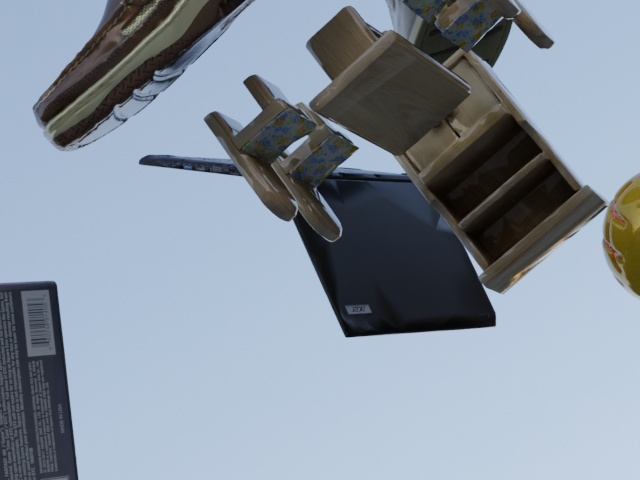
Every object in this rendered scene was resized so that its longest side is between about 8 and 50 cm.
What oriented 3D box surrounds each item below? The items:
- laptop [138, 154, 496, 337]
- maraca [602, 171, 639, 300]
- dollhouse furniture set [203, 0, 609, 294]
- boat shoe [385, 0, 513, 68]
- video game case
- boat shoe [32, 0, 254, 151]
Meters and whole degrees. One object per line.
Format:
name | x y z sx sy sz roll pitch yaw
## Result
laptop | 0.000 0.000 1.591 0.234 0.264 0.136 1 -84 -51
maraca | 0.307 0.007 1.563 0.099 0.127 0.185 8 -30 16
dollhouse furniture set | 0.084 -0.073 1.215 0.212 0.161 0.242 -42 -24 13
boat shoe | 0.104 -0.252 1.556 0.113 0.103 0.302 -23 -38 -17
video game case | -0.280 0.128 1.119 0.274 0.196 0.026 -2 -8 -42
boat shoe | -0.104 -0.170 1.142 0.257 0.095 0.095 -43 -1 -13
